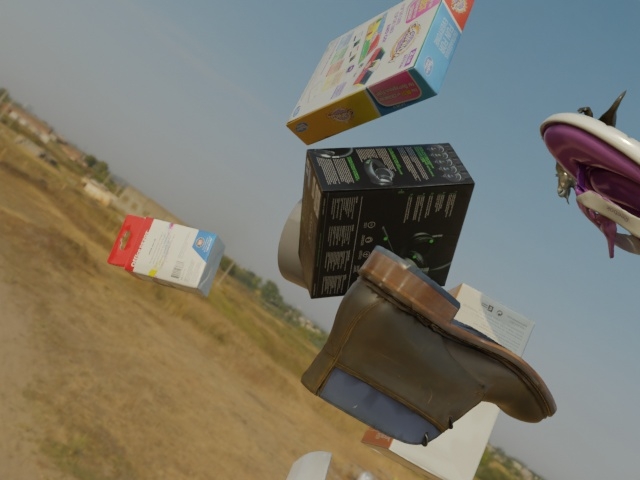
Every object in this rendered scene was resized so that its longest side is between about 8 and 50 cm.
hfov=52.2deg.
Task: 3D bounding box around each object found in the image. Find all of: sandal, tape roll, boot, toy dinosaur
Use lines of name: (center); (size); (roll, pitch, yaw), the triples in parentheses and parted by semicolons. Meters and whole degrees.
sandal: (0.444, -0.007, 0.885); (0.416, 0.102, 0.169); (46, -9, 5)
tape roll: (0.000, 0.000, 1.416); (0.072, 0.219, 0.219); (23, -12, 28)
boot: (0.083, 0.104, 0.478); (0.219, 0.106, 0.082); (39, -5, -27)
toy dinosaur: (0.710, -0.270, 1.764); (0.160, 0.314, 0.121); (30, 17, -20)

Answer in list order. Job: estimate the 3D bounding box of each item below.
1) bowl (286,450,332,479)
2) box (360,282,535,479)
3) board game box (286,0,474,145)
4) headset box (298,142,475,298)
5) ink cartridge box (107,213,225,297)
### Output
bowl: (-0.029, 0.363, 0.878); (0.053, 0.142, 0.142); (15, 12, 8)
box: (0.248, 0.287, 1.298); (0.168, 0.345, 0.215); (29, -17, -3)
board game box: (0.100, -0.313, 1.164); (0.064, 0.242, 0.316); (41, -32, -28)
headset box: (0.115, -0.036, 1.162); (0.131, 0.282, 0.246); (-108, -163, -47)
ink cartridge box: (-0.351, 0.033, 1.492); (0.230, 0.134, 0.078); (14, -18, 14)
